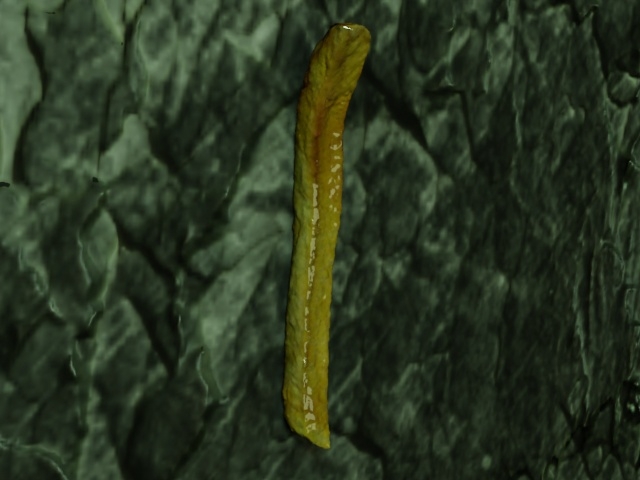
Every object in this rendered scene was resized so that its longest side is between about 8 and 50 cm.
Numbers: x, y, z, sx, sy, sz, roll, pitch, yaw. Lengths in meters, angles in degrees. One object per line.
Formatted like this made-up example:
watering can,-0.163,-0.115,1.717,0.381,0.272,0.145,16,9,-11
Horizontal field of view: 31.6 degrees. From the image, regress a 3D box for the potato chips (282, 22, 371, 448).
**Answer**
potato chips,0.000,0.000,0.531,0.026,0.037,0.204,-3,106,-32
